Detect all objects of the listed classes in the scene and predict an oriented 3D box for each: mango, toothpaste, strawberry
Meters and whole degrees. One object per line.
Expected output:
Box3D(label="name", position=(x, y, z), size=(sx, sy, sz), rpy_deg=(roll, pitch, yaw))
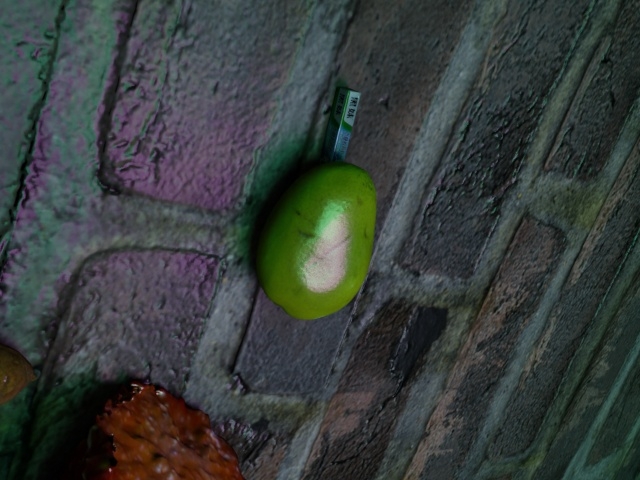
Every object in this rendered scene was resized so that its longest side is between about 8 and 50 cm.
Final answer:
Box3D(label="mango", position=(-0.006, 0.001, 0.661), size=(0.117, 0.089, 0.163), rpy_deg=(-4, 113, -23))
Box3D(label="toothpaste", position=(0.019, -0.110, 0.665), size=(0.017, 0.020, 0.083), rpy_deg=(-1, 114, -36))
Box3D(label="strawberry", position=(-0.169, 0.272, 0.619), size=(0.178, 0.233, 0.234), rpy_deg=(-38, 136, 14))

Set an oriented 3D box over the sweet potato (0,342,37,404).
Box3D(label="sweet potato", position=(-0.304, 0.088, 0.488), size=(0.226, 0.068, 0.068), rpy_deg=(30, 93, -43))
